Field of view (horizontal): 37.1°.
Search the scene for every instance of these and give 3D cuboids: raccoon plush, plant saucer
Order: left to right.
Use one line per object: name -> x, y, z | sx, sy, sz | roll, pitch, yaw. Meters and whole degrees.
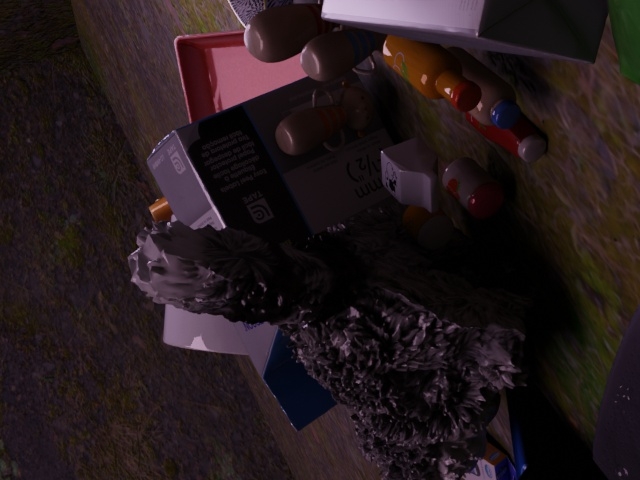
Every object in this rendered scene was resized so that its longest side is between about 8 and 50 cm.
plant saucer -> -0.072, -0.158, 1.287 | 0.259, 0.048, 0.258 | 4, 111, 39
raccoon plush -> 0.004, 0.128, 0.964 | 0.216, 0.446, 0.299 | -102, 29, -58

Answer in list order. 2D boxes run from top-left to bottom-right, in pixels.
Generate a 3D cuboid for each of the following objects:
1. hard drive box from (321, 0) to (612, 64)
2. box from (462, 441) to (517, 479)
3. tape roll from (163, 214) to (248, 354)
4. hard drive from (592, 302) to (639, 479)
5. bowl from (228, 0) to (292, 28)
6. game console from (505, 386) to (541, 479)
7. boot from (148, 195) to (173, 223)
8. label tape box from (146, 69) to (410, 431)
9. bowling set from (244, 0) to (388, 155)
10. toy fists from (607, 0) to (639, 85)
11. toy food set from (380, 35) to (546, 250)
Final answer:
hard drive box -> 0.098, -0.221, 0.628 | 0.232, 0.089, 0.181 | -145, 65, -62
box -> 0.200, 0.285, 1.234 | 0.136, 0.028, 0.081 | 33, 147, 48
tape roll -> -0.079, 0.056, 1.248 | 0.246, 0.246, 0.169 | -179, 93, -73
hard drive -> 0.291, 0.159, 0.730 | 0.172, 0.054, 0.254 | 56, 162, 37
bowl -> -0.070, -0.345, 1.172 | 0.170, 0.080, 0.170 | 58, 162, 31
game console -> 0.293, 0.323, 1.020 | 0.250, 0.173, 0.293 | 11, 130, 34
boot -> -0.219, -0.092, 1.791 | 0.104, 0.211, 0.295 | 63, 164, 12
label tape box -> 0.000, 0.000, 1.080 | 0.347, 0.249, 0.115 | 61, 148, 2
bowling set -> 0.026, -0.234, 0.964 | 0.200, 0.154, 0.287 | 2, 114, 53
toy fists -> 0.213, -0.166, 0.459 | 0.142, 0.096, 0.279 | -117, 11, -54
toy food set -> 0.126, -0.075, 0.838 | 0.104, 0.111, 0.232 | 52, 156, 45
